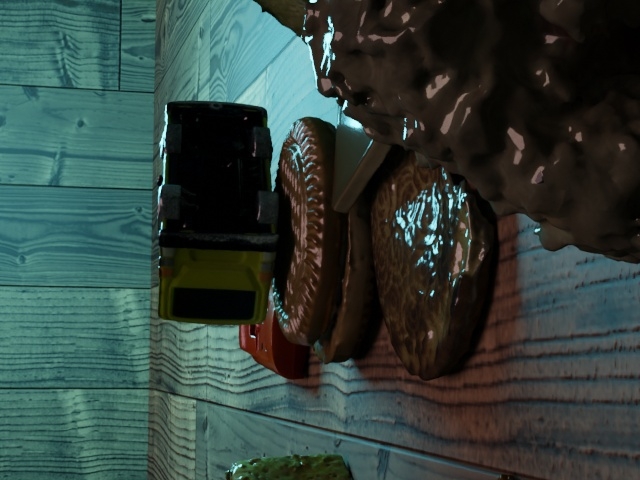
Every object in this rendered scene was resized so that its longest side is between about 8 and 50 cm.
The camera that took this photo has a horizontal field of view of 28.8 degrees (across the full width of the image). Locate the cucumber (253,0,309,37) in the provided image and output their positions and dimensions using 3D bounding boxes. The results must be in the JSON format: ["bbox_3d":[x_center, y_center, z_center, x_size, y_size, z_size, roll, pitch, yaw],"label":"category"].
[{"bbox_3d":[0.004,-0.352,1.156,0.105,0.145,0.326,155,129,-68],"label":"cucumber"}]

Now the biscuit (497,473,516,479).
[{"bbox_3d":[0.138,0.209,0.872,0.092,0.016,0.082,-177,89,-77],"label":"biscuit"}]

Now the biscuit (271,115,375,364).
[{"bbox_3d":[0.000,0.000,1.304,0.259,0.079,0.259,-178,90,-77],"label":"biscuit"}]

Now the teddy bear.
[{"bbox_3d":[0.123,-0.210,0.706,0.357,0.224,0.368,-123,52,-68],"label":"teddy bear"}]

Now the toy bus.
[{"bbox_3d":[-0.116,-0.035,1.363,0.262,0.128,0.150,-97,12,-53],"label":"toy bus"}]

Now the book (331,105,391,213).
[{"bbox_3d":[0.054,-0.208,1.155,0.217,0.021,0.311,122,155,-62],"label":"book"}]

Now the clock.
[{"bbox_3d":[-0.058,0.110,1.567,0.155,0.061,0.113,-177,89,-74],"label":"clock"}]

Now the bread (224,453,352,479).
[{"bbox_3d":[-0.028,0.314,1.276,0.196,0.138,0.102,-111,23,-55],"label":"bread"}]

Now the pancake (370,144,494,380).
[{"bbox_3d":[0.089,-0.032,1.064,0.288,0.033,0.286,-122,37,-64],"label":"pancake"}]
